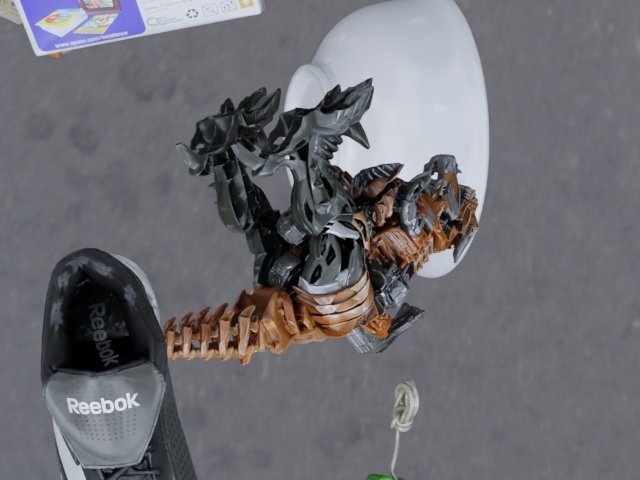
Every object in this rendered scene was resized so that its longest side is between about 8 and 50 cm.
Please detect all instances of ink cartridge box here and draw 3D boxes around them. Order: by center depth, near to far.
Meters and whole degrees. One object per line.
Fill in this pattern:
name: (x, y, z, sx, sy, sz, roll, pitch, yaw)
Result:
ink cartridge box: (-0.168, -0.258, 1.586, 0.206, 0.045, 0.208, -10, 138, 5)

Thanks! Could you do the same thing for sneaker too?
sneaker: (-0.109, 0.107, 1.019, 0.078, 0.106, 0.234, -13, 75, -2)

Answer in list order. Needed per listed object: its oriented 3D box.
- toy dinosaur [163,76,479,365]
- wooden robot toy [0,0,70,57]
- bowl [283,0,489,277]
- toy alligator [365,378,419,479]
toy dinosaur: (0.000, 0.000, 1.441, 0.164, 0.322, 0.218, -9, 109, 30)
wooden robot toy: (-0.264, -0.220, 1.870, 0.173, 0.076, 0.079, 2, 71, 37)
bowl: (0.047, -0.107, 1.897, 0.134, 0.298, 0.297, -2, 114, -20)
toy alligator: (0.027, 0.172, 1.061, 0.051, 0.056, 0.189, 1, 88, -18)
